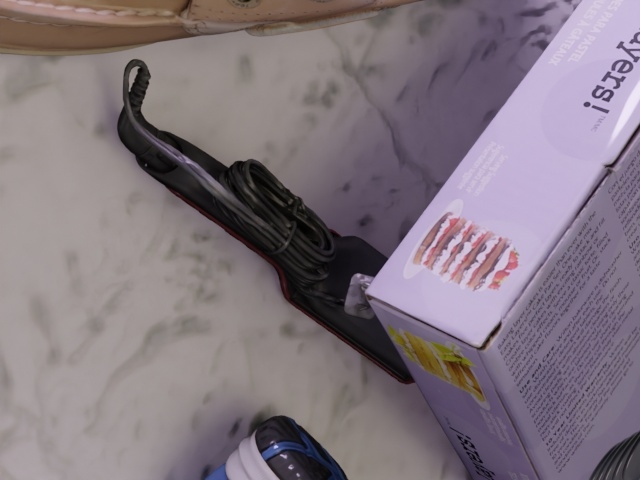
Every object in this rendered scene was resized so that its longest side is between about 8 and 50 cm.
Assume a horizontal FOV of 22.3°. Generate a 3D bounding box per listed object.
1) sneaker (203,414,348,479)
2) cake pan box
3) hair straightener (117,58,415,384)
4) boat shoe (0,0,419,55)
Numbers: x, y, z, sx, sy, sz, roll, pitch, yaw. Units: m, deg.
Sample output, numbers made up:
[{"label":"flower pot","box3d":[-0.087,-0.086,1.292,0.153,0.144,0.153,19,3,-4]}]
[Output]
[{"label":"sneaker","box3d":[0.005,0.167,0.759,0.081,0.080,0.211,-35,121,6]},{"label":"cake pan box","box3d":[0.152,-0.002,0.757,0.267,0.070,0.246,-53,146,-15]},{"label":"hair straightener","box3d":[0.000,0.000,0.705,0.230,0.089,0.047,43,77,-30]},{"label":"boat shoe","box3d":[-0.017,-0.144,0.655,0.341,0.110,0.122,-14,106,-30]}]
